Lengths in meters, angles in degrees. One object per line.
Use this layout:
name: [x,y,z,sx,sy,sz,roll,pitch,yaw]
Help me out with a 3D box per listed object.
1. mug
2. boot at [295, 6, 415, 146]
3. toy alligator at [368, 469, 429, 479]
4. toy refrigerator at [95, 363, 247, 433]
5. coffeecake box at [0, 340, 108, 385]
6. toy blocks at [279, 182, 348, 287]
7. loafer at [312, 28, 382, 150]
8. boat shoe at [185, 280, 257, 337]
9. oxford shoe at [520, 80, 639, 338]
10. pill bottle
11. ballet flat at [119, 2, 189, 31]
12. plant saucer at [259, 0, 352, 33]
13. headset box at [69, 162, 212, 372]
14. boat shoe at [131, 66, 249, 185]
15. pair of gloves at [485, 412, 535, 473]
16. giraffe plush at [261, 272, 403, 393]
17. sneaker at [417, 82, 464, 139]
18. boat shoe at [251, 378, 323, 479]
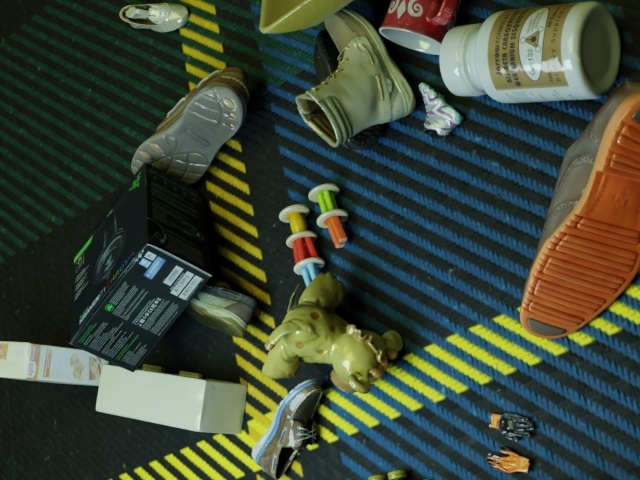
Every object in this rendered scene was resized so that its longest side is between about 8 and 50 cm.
mug: [0.181,-0.378,1.750,0.150,0.113,0.169,15,86,44]
boot: [0.027,-0.256,1.788,0.213,0.165,0.077,57,155,13]
toy alligator: [0.075,0.377,1.706,0.189,0.051,0.056,-22,66,36]
toy refrigerator: [-0.259,0.267,1.990,0.269,0.102,0.094,1,81,42]
coffeecake box: [-0.515,0.231,2.164,0.142,0.185,0.068,-2,79,41]
toy blocks: [0.000,0.000,1.855,0.123,0.054,0.148,-33,60,32]
loafer: [0.041,-0.236,1.870,0.078,0.080,0.220,123,138,-60]
boat shoe: [-0.178,0.106,1.979,0.073,0.080,0.223,-48,32,-16]
oxford shoe: [0.362,-0.038,1.531,0.133,0.130,0.364,-106,39,-66]
pill bottle: [0.287,-0.258,1.612,0.229,0.131,0.131,3,82,42]
ballet flat: [-0.326,-0.433,2.238,0.168,0.052,0.057,5,83,41]
plant saucer: [0.057,-0.493,1.807,0.332,0.081,0.333,-29,43,33]
headset box: [-0.316,0.038,2.016,0.246,0.131,0.283,-49,28,23]
boat shoe: [-0.224,-0.198,2.071,0.324,0.123,0.116,-33,27,41]
pair of gloves: [0.261,0.280,1.594,0.074,0.010,0.083,1,78,43]
giraffe plush: [0.027,0.156,1.736,0.170,0.210,0.181,31,74,10]
sneaker: [0.167,-0.192,1.763,0.069,0.038,0.098,-53,51,18]
boat shoe: [-0.039,0.299,1.822,0.066,0.066,0.183,47,121,32]
